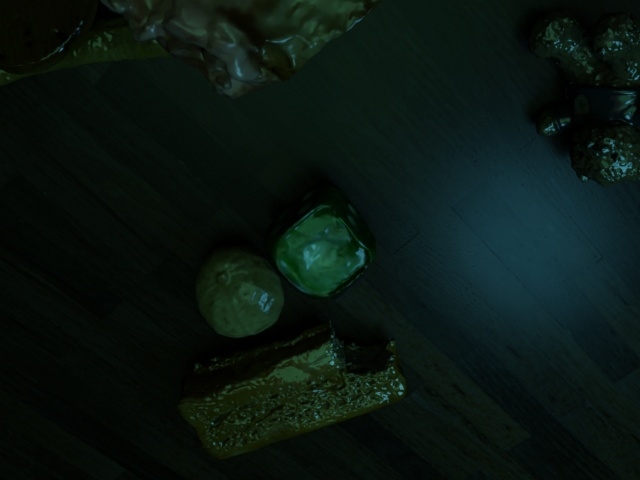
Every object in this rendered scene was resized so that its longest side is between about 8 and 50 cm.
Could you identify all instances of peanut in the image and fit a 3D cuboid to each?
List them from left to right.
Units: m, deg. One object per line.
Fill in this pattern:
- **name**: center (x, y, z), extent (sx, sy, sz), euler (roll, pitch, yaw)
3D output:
- **peanut**: center (-0.129, 0.080, 0.913), extent (0.141, 0.109, 0.159), euler (-19, 117, 7)

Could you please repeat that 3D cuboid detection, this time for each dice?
- **dice**: center (0.000, 0.000, 0.873), extent (0.128, 0.120, 0.131), euler (-37, 109, 17)

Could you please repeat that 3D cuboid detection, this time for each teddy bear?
- **teddy bear**: center (0.390, -0.198, 0.789), extent (0.129, 0.182, 0.251), euler (-32, 118, -27)

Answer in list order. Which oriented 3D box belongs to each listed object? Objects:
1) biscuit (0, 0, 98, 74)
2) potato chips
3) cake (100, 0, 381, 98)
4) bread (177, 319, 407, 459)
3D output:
- **biscuit**: center (-0.374, -0.310, 0.715), extent (0.212, 0.036, 0.212), euler (0, 89, 3)
- **potato chips**: center (-0.377, -0.240, 0.768), extent (0.407, 0.080, 0.057), euler (-11, 132, 2)
- **cake**: center (-0.102, -0.321, 0.575), extent (0.307, 0.314, 0.293), euler (38, 94, -22)
- **bread**: center (-0.049, 0.241, 0.999), extent (0.381, 0.109, 0.185), euler (-20, 111, 7)
